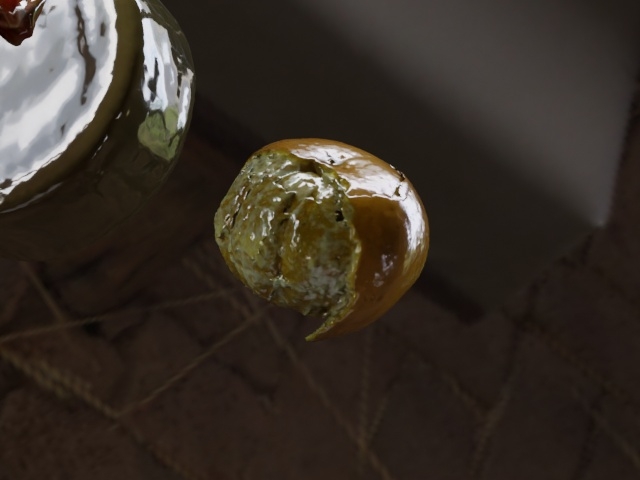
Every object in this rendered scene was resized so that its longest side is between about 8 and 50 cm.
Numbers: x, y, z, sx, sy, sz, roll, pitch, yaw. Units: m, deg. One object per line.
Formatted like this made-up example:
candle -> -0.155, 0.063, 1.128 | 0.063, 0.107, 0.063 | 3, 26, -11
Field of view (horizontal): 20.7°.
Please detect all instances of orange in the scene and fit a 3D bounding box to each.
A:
orange -> 0.000, 0.000, 1.223 | 0.156, 0.156, 0.134 | -21, 120, -42

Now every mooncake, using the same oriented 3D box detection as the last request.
mooncake -> -0.252, -0.123, 1.563 | 0.155, 0.284, 0.284 | 43, 41, -57

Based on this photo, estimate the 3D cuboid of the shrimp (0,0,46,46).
shrimp -> -0.089, -0.039, 0.412 | 0.095, 0.162, 0.045 | -28, 118, -3
